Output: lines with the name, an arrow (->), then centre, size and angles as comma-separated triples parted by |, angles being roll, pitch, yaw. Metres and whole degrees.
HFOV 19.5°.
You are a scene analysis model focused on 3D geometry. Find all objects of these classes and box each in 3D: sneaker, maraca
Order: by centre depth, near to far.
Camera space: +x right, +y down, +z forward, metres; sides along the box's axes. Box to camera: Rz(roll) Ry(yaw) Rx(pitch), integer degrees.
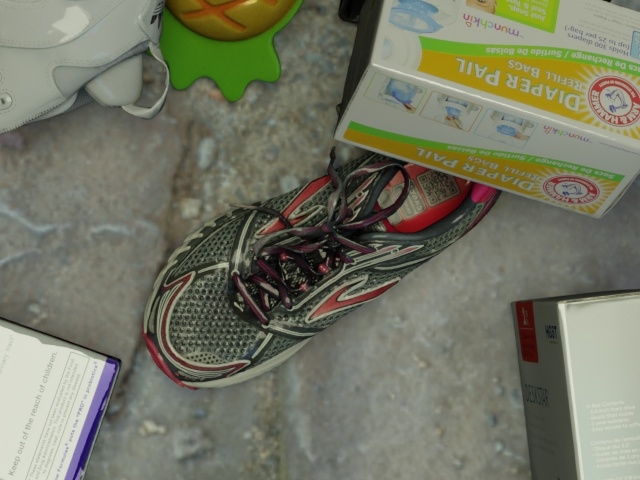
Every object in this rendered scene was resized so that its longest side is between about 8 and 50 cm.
sneaker -> -0.269, -0.187, 1.321 | 0.366, 0.137, 0.210 | 3, 103, 12
sneaker -> 0.000, 0.000, 1.359 | 0.299, 0.112, 0.121 | -35, 91, -5
maraca -> -0.070, -0.194, 1.370 | 0.127, 0.099, 0.185 | 14, 111, 6

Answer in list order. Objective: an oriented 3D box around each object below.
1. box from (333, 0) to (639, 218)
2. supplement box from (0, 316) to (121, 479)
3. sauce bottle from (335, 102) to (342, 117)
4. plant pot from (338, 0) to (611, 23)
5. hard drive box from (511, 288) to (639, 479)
box -> 0.126, -0.109, 1.279 | 0.203, 0.103, 0.114 | 16, 61, -7
supplement box -> -0.262, 0.102, 1.330 | 0.220, 0.111, 0.114 | 18, 86, -5
sauce bottle -> 0.075, -0.114, 1.406 | 0.128, 0.042, 0.042 | -21, 90, -4
plant pot -> 0.121, -0.258, 1.354 | 0.188, 0.187, 0.167 | 6, 74, -5
hard drive box -> 0.208, 0.153, 1.338 | 0.089, 0.181, 0.232 | -6, 88, -4
